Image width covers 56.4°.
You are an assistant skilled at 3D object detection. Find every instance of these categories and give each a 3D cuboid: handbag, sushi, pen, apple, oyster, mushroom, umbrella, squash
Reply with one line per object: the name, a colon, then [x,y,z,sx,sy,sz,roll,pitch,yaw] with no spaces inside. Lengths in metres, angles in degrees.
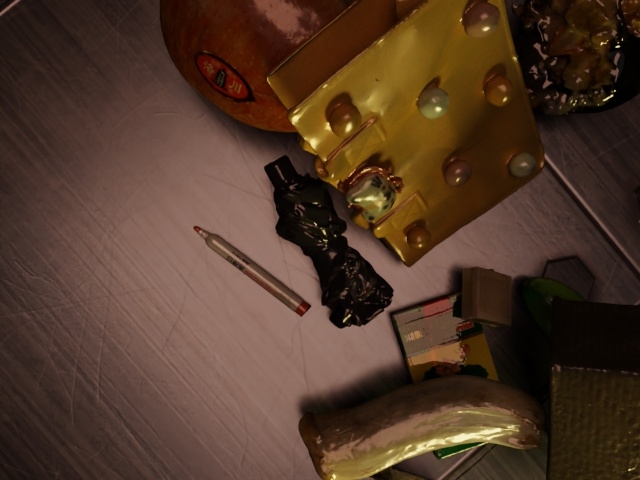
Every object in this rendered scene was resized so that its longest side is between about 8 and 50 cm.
handbag: [0.132,-0.137,0.768,0.283,0.401,0.133,-38,52,4]
sushi: [0.399,-0.298,0.878,0.213,0.204,0.200,12,118,33]
pen: [-0.107,0.044,0.917,0.218,0.026,0.026,38,88,-2]
apple: [-0.066,-0.281,0.810,0.250,0.277,0.309,-36,85,30]
oyster: [0.142,0.384,0.894,0.177,0.105,0.056,33,78,-26]
mushroom: [0.144,0.267,0.861,0.351,0.095,0.123,-11,65,4]
umbrella: [0.001,0.000,0.879,0.110,0.122,0.272,-29,100,19]
squash: [0.422,0.166,0.919,0.082,0.082,0.292,-41,92,-3]

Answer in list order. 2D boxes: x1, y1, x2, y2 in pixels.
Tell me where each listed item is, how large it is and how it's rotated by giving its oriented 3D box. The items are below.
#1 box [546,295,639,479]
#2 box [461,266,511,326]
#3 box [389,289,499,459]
box: [0.383,0.234,0.809,0.143,0.184,0.273,2,114,21]
box: [0.253,0.084,0.909,0.079,0.035,0.083,16,70,-32]
box: [0.205,0.206,0.930,0.132,0.034,0.235,-18,90,-2]
